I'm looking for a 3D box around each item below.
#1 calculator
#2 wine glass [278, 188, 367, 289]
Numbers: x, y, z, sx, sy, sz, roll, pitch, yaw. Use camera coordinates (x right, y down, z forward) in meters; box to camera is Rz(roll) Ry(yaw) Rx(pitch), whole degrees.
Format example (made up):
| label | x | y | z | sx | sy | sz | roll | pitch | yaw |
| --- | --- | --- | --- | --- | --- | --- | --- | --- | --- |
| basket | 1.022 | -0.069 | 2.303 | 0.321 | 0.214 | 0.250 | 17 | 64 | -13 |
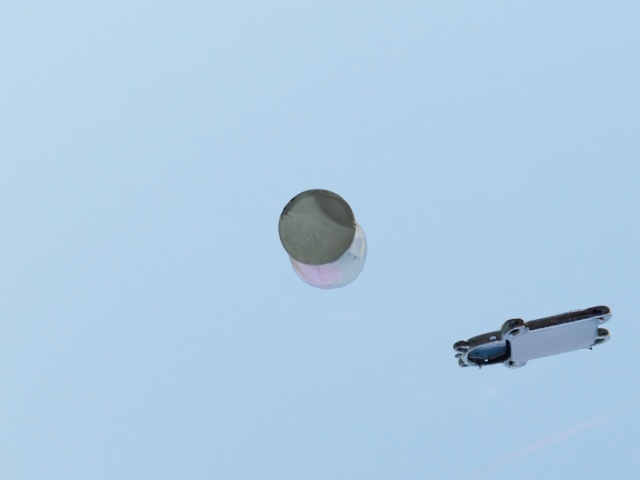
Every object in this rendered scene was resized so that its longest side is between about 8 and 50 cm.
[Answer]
| label | x | y | z | sx | sy | sz | roll | pitch | yaw |
| --- | --- | --- | --- | --- | --- | --- | --- | --- | --- |
| calculator | 0.186 | 0.087 | 1.408 | 0.141 | 0.094 | 0.019 | -13 | -118 | 1 |
| wine glass | 0.000 | 0.000 | 1.363 | 0.073 | 0.155 | 0.073 | -1 | -96 | 6 |
